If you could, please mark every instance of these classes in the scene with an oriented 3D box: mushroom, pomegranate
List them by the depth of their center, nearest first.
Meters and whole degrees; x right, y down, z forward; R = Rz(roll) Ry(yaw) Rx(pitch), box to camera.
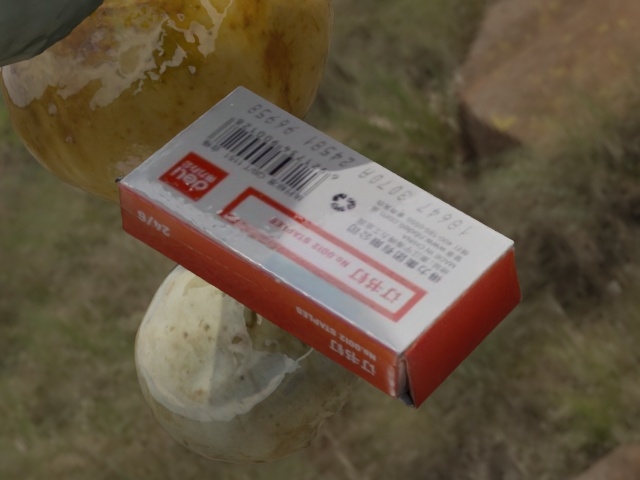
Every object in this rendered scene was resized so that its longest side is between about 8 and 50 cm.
[{"bbox_3d":[-0.048,0.078,1.336,0.166,0.127,0.166,-10,72,32],"label":"mushroom"},{"bbox_3d":[-0.158,-0.201,2.013,0.410,0.410,0.410,-30,28,18],"label":"pomegranate"}]

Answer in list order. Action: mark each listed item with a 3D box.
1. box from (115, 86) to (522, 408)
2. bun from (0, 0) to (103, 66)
[{"bbox_3d":[0.000,0.000,1.149,0.229,0.050,0.123,30,53,23],"label":"box"},{"bbox_3d":[-0.208,-0.251,0.884,0.211,0.362,0.362,-37,18,53],"label":"bun"}]
